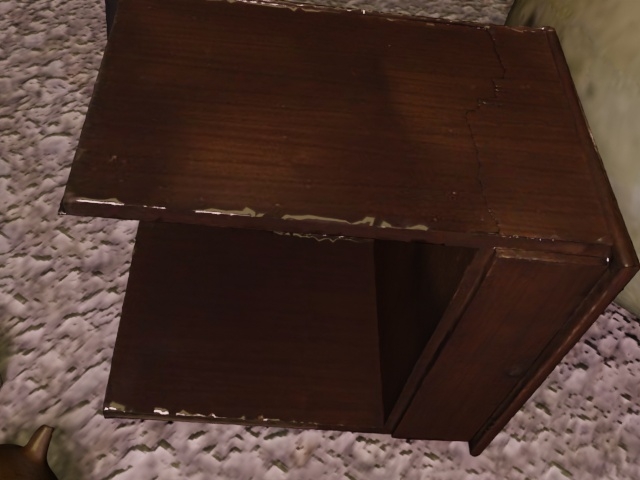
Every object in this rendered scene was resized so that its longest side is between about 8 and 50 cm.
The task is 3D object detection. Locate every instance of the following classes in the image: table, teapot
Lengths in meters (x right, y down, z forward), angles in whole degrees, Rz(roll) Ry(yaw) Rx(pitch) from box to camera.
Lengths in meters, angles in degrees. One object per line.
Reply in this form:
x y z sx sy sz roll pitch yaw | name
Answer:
0.000 0.000 0.489 0.282 0.251 0.196 5 53 -7 | table
-0.204 0.164 0.443 0.121 0.076 0.068 -42 55 -1 | teapot

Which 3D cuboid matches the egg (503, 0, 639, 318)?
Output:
0.317 -0.094 0.549 0.345 0.345 0.428 -7 45 -15 | egg

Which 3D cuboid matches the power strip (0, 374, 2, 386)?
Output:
-0.346 0.064 0.503 0.272 0.052 0.078 23 53 9 | power strip

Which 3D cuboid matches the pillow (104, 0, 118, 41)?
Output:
-0.123 -0.189 0.691 0.161 0.092 0.335 -17 62 4 | pillow
